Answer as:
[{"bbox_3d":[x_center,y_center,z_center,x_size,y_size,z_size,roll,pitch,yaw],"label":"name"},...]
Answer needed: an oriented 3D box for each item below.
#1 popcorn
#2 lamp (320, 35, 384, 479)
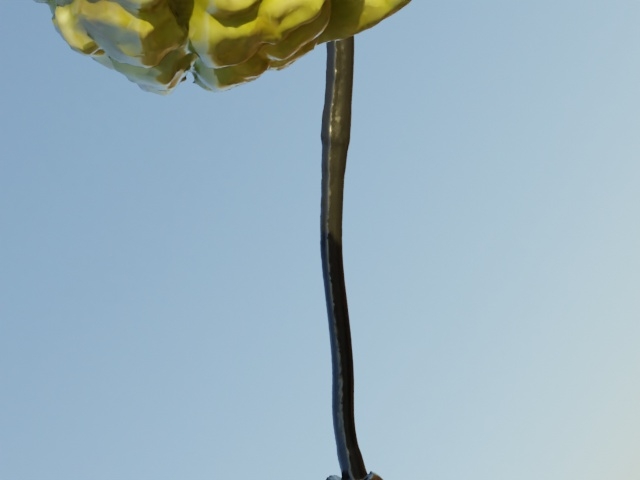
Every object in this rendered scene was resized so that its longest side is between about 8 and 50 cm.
[{"bbox_3d":[-0.044,-0.118,0.592,0.135,0.162,0.141,-56,-10,-40],"label":"popcorn"},{"bbox_3d":[0.036,-0.007,0.868,0.130,0.108,0.371,17,-114,-75],"label":"lamp"}]
